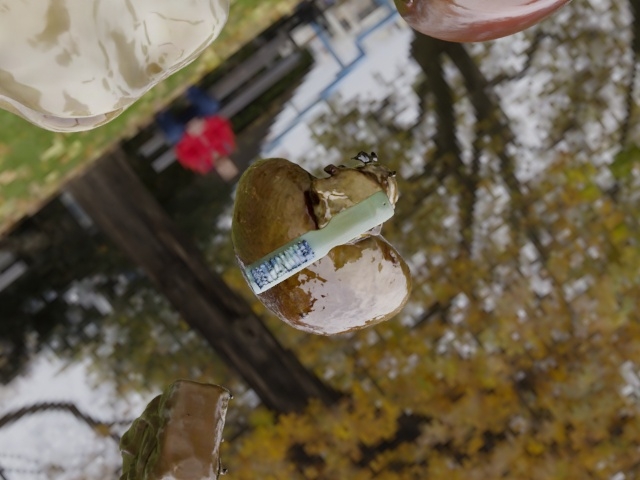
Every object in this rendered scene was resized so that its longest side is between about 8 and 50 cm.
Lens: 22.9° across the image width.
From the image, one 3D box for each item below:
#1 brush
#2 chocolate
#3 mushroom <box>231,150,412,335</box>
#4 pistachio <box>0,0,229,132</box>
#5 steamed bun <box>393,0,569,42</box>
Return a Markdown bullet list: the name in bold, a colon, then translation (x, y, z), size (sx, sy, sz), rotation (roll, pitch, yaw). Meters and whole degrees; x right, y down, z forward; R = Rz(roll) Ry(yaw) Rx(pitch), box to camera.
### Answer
- **brush**: translation (0.000, 0.000, 1.691), size (0.178, 0.033, 0.030), rotation (-30, 177, -9)
- **chocolate**: translation (-0.182, 0.258, 1.876), size (0.214, 0.093, 0.148), rotation (134, -32, -55)
- **mushroom**: translation (0.000, 0.001, 2.039), size (0.195, 0.263, 0.283), rotation (-38, 161, -39)
- **pistachio**: translation (-0.322, -0.312, 1.948), size (0.446, 0.365, 0.281), rotation (-11, 167, -22)
- **steamed bun**: translation (0.288, -0.442, 2.275), size (0.379, 0.248, 0.235), rotation (-49, 179, -11)
